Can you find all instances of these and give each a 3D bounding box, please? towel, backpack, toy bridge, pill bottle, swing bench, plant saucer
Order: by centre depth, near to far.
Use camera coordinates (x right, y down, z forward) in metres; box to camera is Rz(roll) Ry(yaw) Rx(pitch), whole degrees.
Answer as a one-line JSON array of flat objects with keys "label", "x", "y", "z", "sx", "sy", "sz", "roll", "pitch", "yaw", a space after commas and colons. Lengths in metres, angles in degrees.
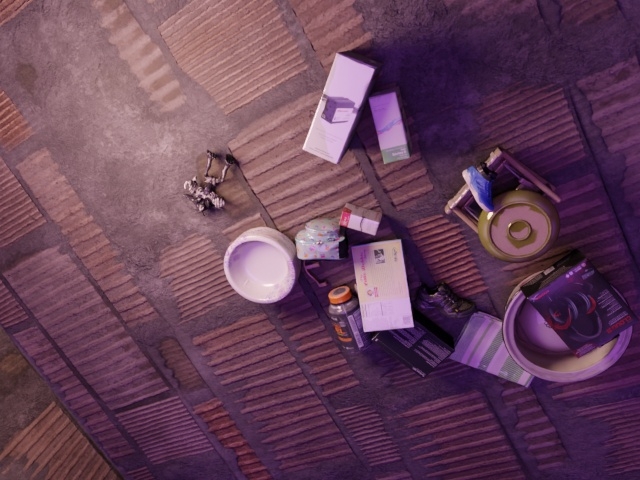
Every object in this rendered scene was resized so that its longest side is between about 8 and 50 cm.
[{"label": "plant saucer", "x": 0.613, "y": -0.036, "z": 1.515, "sx": 0.241, "sy": 0.037, "sz": 0.241, "roll": 5, "pitch": 111, "yaw": 14}, {"label": "swing bench", "x": 0.585, "y": -0.136, "z": 1.597, "sx": 0.254, "sy": 0.165, "sz": 0.253, "roll": 38, "pitch": 116, "yaw": 1}, {"label": "backpack", "x": 0.000, "y": 0.000, "z": 1.776, "sx": 0.188, "sy": 0.166, "sz": 0.144, "roll": -10, "pitch": 110, "yaw": 8}, {"label": "towel", "x": 0.693, "y": 0.419, "z": 1.881, "sx": 0.325, "sy": 0.038, "sz": 0.248, "roll": 20, "pitch": 117, "yaw": 3}, {"label": "toy bridge", "x": -0.032, "y": 0.096, "z": 1.908, "sx": 0.063, "sy": 0.026, "sz": 0.188, "roll": -15, "pitch": 108, "yaw": 19}, {"label": "pill bottle", "x": 0.110, "y": 0.303, "z": 1.910, "sx": 0.130, "sy": 0.130, "sz": 0.246, "roll": -15, "pitch": 109, "yaw": 18}]

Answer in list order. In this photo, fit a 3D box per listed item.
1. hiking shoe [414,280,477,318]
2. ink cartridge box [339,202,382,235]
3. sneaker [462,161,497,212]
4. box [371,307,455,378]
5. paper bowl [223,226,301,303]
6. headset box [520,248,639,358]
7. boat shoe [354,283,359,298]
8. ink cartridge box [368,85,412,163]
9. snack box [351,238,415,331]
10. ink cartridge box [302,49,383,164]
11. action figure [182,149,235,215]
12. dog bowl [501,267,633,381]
[{"label": "hiking shoe", "x": 0.468, "y": 0.216, "z": 1.815, "sx": 0.227, "sy": 0.086, "sz": 0.114, "roll": 9, "pitch": 118, "yaw": 10}, {"label": "ink cartridge box", "x": 0.144, "y": -0.077, "z": 1.752, "sx": 0.135, "sy": 0.099, "sz": 0.056, "roll": 17, "pitch": 116, "yaw": 6}, {"label": "sneaker", "x": 0.503, "y": -0.164, "z": 1.482, "sx": 0.084, "sy": 0.058, "sz": 0.152, "roll": -32, "pitch": 82, "yaw": 36}, {"label": "box", "x": 0.359, "y": 0.383, "z": 1.903, "sx": 0.261, "sy": 0.103, "sz": 0.184, "roll": 38, "pitch": 112, "yaw": -5}, {"label": "paper bowl", "x": -0.214, "y": 0.085, "z": 1.877, "sx": 0.284, "sy": 0.148, "sz": 0.284, "roll": 5, "pitch": 115, "yaw": 11}, {"label": "headset box", "x": 0.821, "y": 0.209, "z": 1.547, "sx": 0.218, "sy": 0.110, "sz": 0.293, "roll": -40, "pitch": 95, "yaw": 18}, {"label": "boat shoe", "x": 0.170, "y": 0.223, "z": 1.911, "sx": 0.042, "sy": 0.049, "sz": 0.133, "roll": -26, "pitch": 100, "yaw": -7}, {"label": "ink cartridge box", "x": 0.227, "y": -0.373, "z": 1.573, "sx": 0.093, "sy": 0.154, "sz": 0.212, "roll": -12, "pitch": 110, "yaw": 17}, {"label": "snack box", "x": 0.230, "y": 0.165, "z": 1.800, "sx": 0.187, "sy": 0.060, "sz": 0.322, "roll": -8, "pitch": 89, "yaw": 16}, {"label": "ink cartridge box", "x": 0.072, "y": -0.426, "z": 1.547, "sx": 0.129, "sy": 0.223, "sz": 0.307, "roll": 24, "pitch": 116, "yaw": 2}, {"label": "action figure", "x": -0.418, "y": -0.191, "z": 1.808, "sx": 0.164, "sy": 0.141, "sz": 0.276, "roll": 21, "pitch": 115, "yaw": -10}, {"label": "dog bowl", "x": 0.832, "y": 0.275, "z": 1.701, "sx": 0.408, "sy": 0.150, "sz": 0.408, "roll": 3, "pitch": 107, "yaw": 10}]
